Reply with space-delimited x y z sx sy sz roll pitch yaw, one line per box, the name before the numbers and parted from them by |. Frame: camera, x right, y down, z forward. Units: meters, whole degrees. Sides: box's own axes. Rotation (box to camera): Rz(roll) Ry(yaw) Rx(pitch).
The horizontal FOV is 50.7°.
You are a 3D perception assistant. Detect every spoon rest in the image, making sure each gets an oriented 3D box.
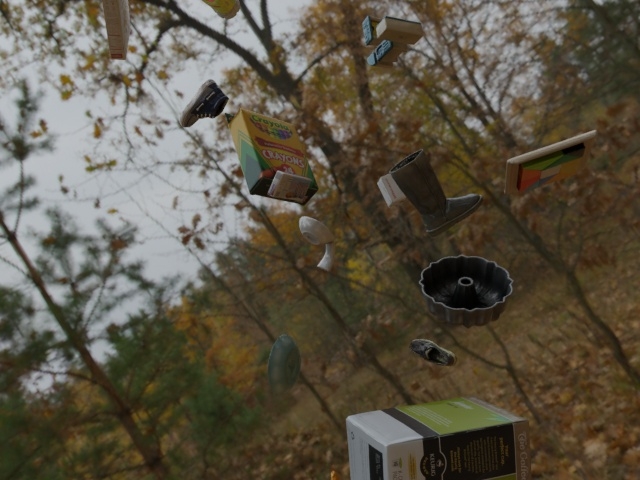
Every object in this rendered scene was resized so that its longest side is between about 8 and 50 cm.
spoon rest | 0.000 0.000 2.442 0.084 0.137 0.276 -56 -30 -25

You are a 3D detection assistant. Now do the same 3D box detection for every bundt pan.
bundt pan | 0.519 0.195 2.419 0.331 0.331 0.124 -29 -50 -33

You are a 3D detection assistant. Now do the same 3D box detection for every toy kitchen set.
toy kitchen set | 0.181 -0.616 1.954 0.122 0.166 0.207 2 -18 -26

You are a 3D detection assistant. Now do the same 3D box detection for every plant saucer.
plant saucer | -0.103 0.394 2.126 0.037 0.195 0.195 1 10 27

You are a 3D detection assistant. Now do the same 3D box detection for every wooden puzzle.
wooden puzzle | 0.581 -0.187 1.719 0.221 0.044 0.238 -19 -18 6

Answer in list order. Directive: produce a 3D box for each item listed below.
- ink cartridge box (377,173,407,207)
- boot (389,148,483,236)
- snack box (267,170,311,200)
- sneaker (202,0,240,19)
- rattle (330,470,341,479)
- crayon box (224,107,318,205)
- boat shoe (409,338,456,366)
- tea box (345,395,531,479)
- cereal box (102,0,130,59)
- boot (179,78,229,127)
ink cartridge box | 0.273 -0.183 2.278 0.135 0.099 0.056 -21 -12 -16
boot | 0.294 -0.136 1.705 0.190 0.208 0.076 -33 9 -16
snack box | -0.076 -0.137 1.723 0.064 0.022 0.178 -66 -20 9
sneaker | -0.281 -0.613 1.594 0.081 0.208 0.094 -53 -12 4
rattle | 0.005 0.733 1.787 0.200 0.143 0.130 -45 -3 29
crayon box | -0.147 -0.262 1.967 0.202 0.318 0.081 9 -43 -40
boat shoe | 0.323 0.326 1.976 0.049 0.152 0.056 11 -87 -54
tea box | 0.245 0.524 1.394 0.323 0.329 0.220 -3 2 -18
cereal box | -0.557 -0.641 1.846 0.047 0.173 0.240 0 -42 -7
boot | -0.354 -0.391 2.045 0.190 0.086 0.069 -48 -11 36
